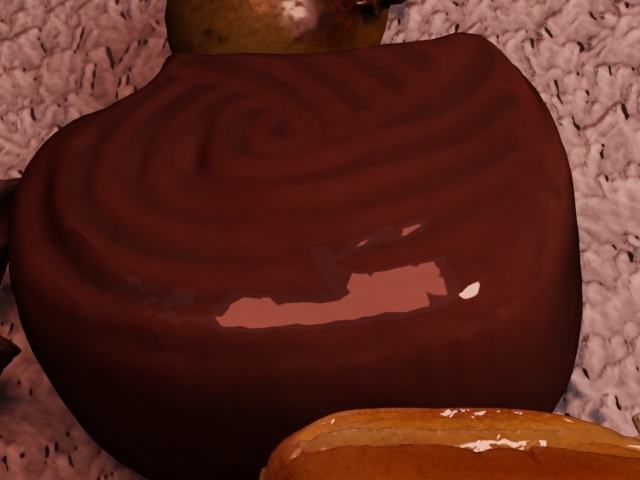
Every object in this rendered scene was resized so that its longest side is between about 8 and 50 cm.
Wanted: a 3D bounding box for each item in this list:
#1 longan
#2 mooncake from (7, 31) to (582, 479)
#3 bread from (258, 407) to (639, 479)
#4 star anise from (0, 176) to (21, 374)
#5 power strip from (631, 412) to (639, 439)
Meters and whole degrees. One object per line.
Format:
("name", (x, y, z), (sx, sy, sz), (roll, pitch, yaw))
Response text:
("longan", (-0.020, -0.149, 1.288), (0.176, 0.145, 0.154), (-7, 63, 35))
("mooncake", (0.000, 0.000, 1.140), (0.326, 0.174, 0.334), (26, 59, 33))
("bread", (0.082, 0.149, 0.980), (0.236, 0.106, 0.140), (3, 25, -14))
("star anise", (-0.324, 0.040, 1.207), (0.332, 0.117, 0.331), (-6, 56, 9))
("power strip", (0.234, 0.152, 1.039), (0.075, 0.042, 0.175), (-25, 50, -11))
